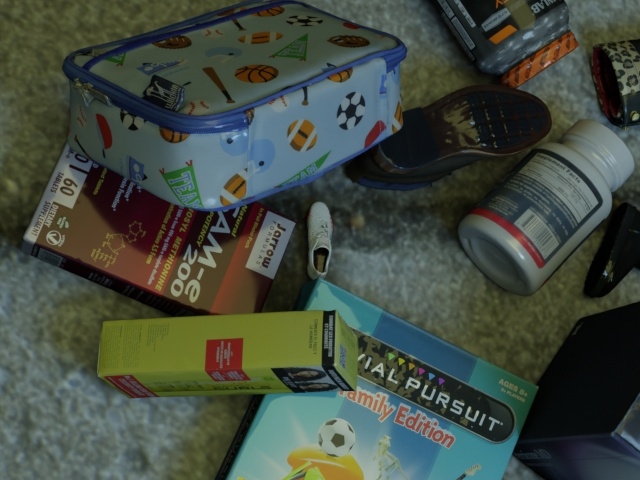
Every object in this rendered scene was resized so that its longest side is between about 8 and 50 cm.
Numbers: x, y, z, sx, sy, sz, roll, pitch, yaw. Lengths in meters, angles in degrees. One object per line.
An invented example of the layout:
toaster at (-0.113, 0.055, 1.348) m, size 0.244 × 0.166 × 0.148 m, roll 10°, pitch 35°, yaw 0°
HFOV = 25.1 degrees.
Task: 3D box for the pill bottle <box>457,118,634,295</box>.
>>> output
pill bottle at (0.239, -0.038, 1.497) m, size 0.180 × 0.108 × 0.108 m, roll -44°, pitch 93°, yaw -17°

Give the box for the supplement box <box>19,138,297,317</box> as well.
supplement box at (-0.159, -0.005, 1.413) m, size 0.239 × 0.073 × 0.130 m, roll 23°, pitch 75°, yaw -10°

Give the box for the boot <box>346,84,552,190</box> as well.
boot at (0.130, -0.106, 1.497) m, size 0.219 × 0.106 × 0.082 m, roll -11°, pitch 81°, yaw -28°

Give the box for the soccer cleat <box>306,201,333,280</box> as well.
soccer cleat at (0.000, 0.000, 1.469) m, size 0.029 × 0.035 × 0.083 m, roll 6°, pitch 79°, yaw -12°

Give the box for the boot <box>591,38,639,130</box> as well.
boot at (0.407, -0.130, 1.566) m, size 0.179 × 0.085 × 0.236 m, roll -13°, pitch 77°, yaw -13°

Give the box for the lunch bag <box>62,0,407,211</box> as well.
lunch bag at (-0.087, -0.140, 1.350) m, size 0.303 × 0.243 × 0.114 m, roll -22°, pitch 127°, yaw -37°

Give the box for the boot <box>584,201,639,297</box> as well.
boot at (0.349, 0.026, 1.547) m, size 0.099 × 0.045 × 0.121 m, roll 29°, pitch 74°, yaw -10°

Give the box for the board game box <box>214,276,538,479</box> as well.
board game box at (0.033, 0.243, 1.414) m, size 0.254 × 0.079 × 0.336 m, roll 27°, pitch 76°, yaw -8°

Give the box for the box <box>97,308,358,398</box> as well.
box at (-0.086, 0.108, 1.350) m, size 0.232 × 0.087 × 0.058 m, roll -2°, pitch 68°, yaw 14°

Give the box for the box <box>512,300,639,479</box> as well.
box at (0.373, 0.212, 1.390) m, size 0.294 × 0.296 × 0.182 m, roll 39°, pitch 74°, yaw -4°

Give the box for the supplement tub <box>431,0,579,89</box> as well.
supplement tub at (0.183, -0.259, 1.516) m, size 0.117 × 0.117 × 0.190 m, roll -34°, pitch 90°, yaw -16°
